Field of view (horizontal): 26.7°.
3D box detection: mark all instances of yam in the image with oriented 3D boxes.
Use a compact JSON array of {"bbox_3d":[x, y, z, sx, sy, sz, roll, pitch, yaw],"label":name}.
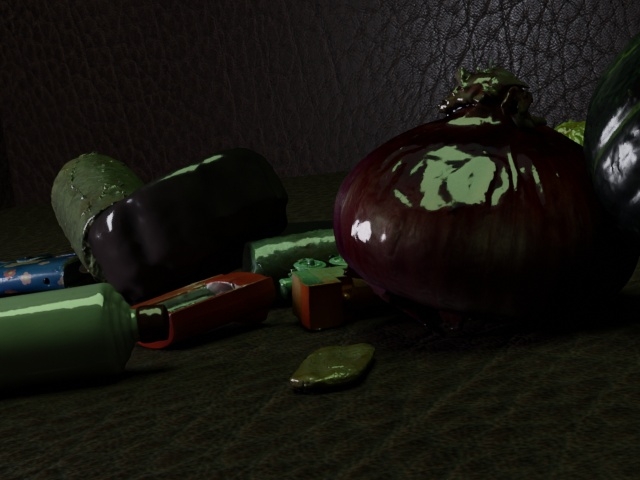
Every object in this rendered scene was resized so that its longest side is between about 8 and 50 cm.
[{"bbox_3d":[0.025,0.026,1.781,0.259,0.093,0.093,-9,7,-10],"label":"yam"},{"bbox_3d":[-0.337,-0.034,2.186,0.168,0.168,0.304,-10,20,-18],"label":"yam"}]

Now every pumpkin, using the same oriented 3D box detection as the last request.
[{"bbox_3d":[0.412,-0.081,1.330,0.241,0.323,0.323,-40,-10,29],"label":"pumpkin"}]

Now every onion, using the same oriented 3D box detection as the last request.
[{"bbox_3d":[0.182,-0.052,1.464,0.347,0.286,0.347,2,11,0],"label":"onion"}]

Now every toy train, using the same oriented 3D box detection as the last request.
[{"bbox_3d":[0.043,0.058,1.614,0.175,0.074,0.118,-6,15,-20],"label":"toy train"}]

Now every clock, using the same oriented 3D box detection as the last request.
[{"bbox_3d":[-0.145,0.087,1.625,0.155,0.061,0.113,-17,11,-35],"label":"clock"}]

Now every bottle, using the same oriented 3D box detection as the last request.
[{"bbox_3d":[-0.285,0.104,1.456,0.245,0.104,0.104,-8,7,2],"label":"bottle"}]

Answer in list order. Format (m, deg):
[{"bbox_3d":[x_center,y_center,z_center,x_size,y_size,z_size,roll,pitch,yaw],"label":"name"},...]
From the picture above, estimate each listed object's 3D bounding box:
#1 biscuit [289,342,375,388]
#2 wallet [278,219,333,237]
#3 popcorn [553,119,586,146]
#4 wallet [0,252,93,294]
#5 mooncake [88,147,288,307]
[{"bbox_3d":[0.013,0.122,1.310,0.071,0.018,0.147,-5,8,12],"label":"biscuit"},{"bbox_3d":[0.000,0.000,2.182,0.377,0.051,0.197,-3,11,38],"label":"wallet"},{"bbox_3d":[0.356,-0.067,1.857,0.198,0.198,0.212,-12,-26,-30],"label":"popcorn"},{"bbox_3d":[-0.492,0.059,2.241,0.202,0.059,0.141,-7,5,13],"label":"wallet"},{"bbox_3d":[-0.174,-0.011,1.838,0.283,0.141,0.283,-30,-6,-3],"label":"mooncake"}]
